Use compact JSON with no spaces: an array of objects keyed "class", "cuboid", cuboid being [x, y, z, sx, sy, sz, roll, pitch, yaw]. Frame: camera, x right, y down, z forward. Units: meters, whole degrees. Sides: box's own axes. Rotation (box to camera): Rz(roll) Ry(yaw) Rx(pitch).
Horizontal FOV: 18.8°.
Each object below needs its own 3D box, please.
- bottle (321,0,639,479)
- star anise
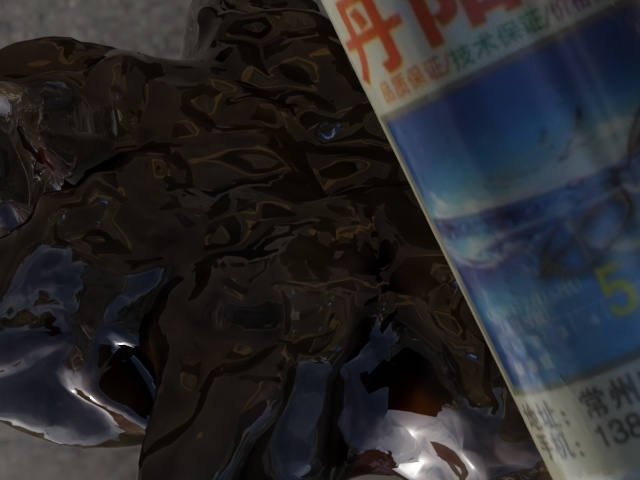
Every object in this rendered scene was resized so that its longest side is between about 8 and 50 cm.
[{"class":"bottle","cuboid":[0.031,-0.045,0.383,0.060,0.217,0.060,-27,-179,1]},{"class":"star anise","cuboid":[0.018,0.004,0.611,0.315,0.315,0.108,-3,122,-8]}]
